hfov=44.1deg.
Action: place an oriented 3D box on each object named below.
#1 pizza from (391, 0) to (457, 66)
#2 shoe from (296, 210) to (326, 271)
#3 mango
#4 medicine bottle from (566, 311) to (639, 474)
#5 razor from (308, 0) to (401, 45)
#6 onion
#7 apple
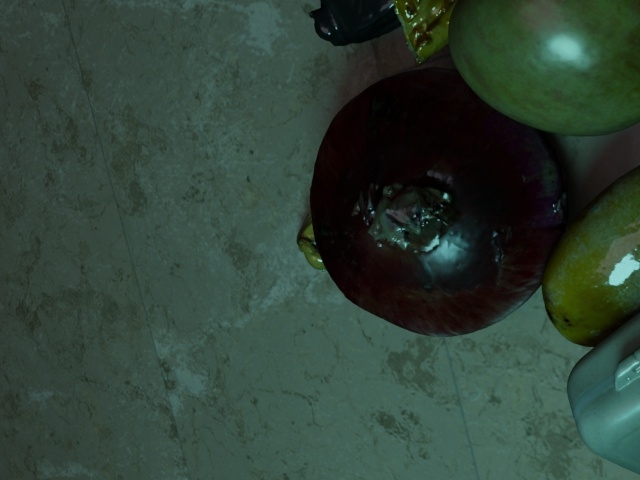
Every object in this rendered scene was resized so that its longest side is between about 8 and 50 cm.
[{"bbox_3d":[0.162,-0.354,0.986,0.271,0.134,0.056,-58,19,6],"label":"pizza"},{"bbox_3d":[-0.002,-0.001,1.238,0.069,0.072,0.109,46,125,26],"label":"shoe"},{"bbox_3d":[0.381,-0.002,0.875,0.316,0.193,0.146,-45,45,24],"label":"mango"},{"bbox_3d":[0.455,0.119,0.808,0.375,0.282,0.123,-47,29,31],"label":"medicine bottle"},{"bbox_3d":[0.024,-0.439,1.080,0.189,0.107,0.327,-24,91,37],"label":"razor"},{"bbox_3d":[0.127,-0.043,0.990,0.348,0.285,0.347,3,97,23],"label":"onion"},{"bbox_3d":[0.279,-0.238,0.857,0.234,0.257,0.257,37,126,-9],"label":"apple"}]
